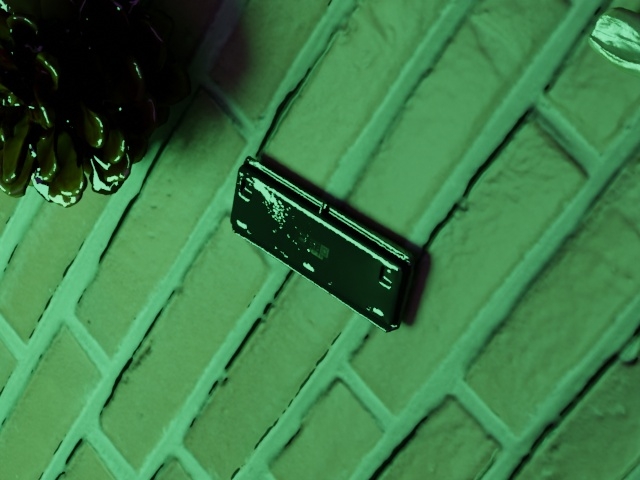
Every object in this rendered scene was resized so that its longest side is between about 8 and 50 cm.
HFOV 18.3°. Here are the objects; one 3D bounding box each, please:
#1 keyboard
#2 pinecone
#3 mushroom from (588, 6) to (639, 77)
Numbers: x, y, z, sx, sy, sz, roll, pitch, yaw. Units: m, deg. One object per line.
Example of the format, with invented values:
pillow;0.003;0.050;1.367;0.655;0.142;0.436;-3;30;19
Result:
keyboard;0.000;0.000;1.960;0.230;0.025;0.093;33;126;31
pinecone;-0.266;-0.149;2.007;0.264;0.264;0.264;16;114;39
mushroom;0.302;-0.140;1.621;0.202;0.054;0.059;28;116;40
